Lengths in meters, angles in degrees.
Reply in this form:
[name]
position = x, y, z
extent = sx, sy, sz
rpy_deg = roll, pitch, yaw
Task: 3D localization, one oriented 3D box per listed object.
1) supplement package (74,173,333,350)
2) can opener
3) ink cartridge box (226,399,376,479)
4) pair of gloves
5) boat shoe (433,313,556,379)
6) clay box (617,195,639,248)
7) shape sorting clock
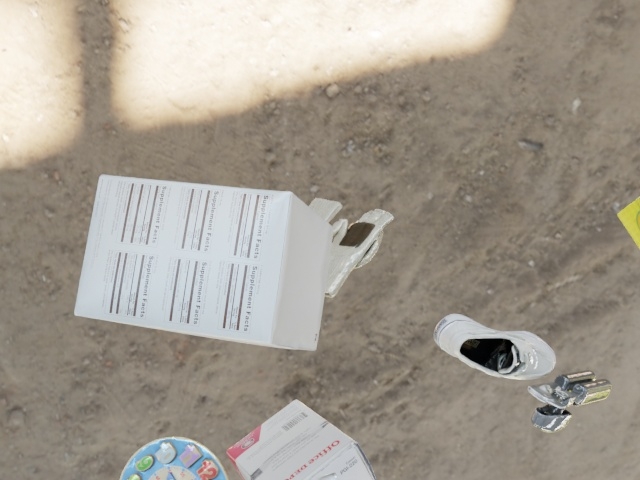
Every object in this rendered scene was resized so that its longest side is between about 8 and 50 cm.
[supplement package]
position = -0.112, 0.029, 0.859
extent = 0.194, 0.203, 0.149
rpy_deg = 37, 60, -74
[can opener]
position = 0.489, 0.317, 1.606
extent = 0.283, 0.076, 0.095
rpy_deg = 6, 109, -51
[ink cartridge box]
position = -0.035, 0.369, 1.322
extent = 0.158, 0.218, 0.092
rpy_deg = -34, 110, -19
[pair of gloves]
position = 0.000, 0.000, 1.474
extent = 0.204, 0.240, 0.042
rpy_deg = -44, 127, -21
[boat shoe]
position = 0.328, 0.202, 1.440
extent = 0.267, 0.088, 0.096
rpy_deg = 25, 101, -27
[clay box]
position = 0.347, 0.011, 0.699
extent = 0.222, 0.127, 0.053
rpy_deg = -5, 149, -40
[shape sorting clock]
position = -0.247, 0.434, 1.354
extent = 0.206, 0.206, 0.040
rpy_deg = -38, 166, 1
